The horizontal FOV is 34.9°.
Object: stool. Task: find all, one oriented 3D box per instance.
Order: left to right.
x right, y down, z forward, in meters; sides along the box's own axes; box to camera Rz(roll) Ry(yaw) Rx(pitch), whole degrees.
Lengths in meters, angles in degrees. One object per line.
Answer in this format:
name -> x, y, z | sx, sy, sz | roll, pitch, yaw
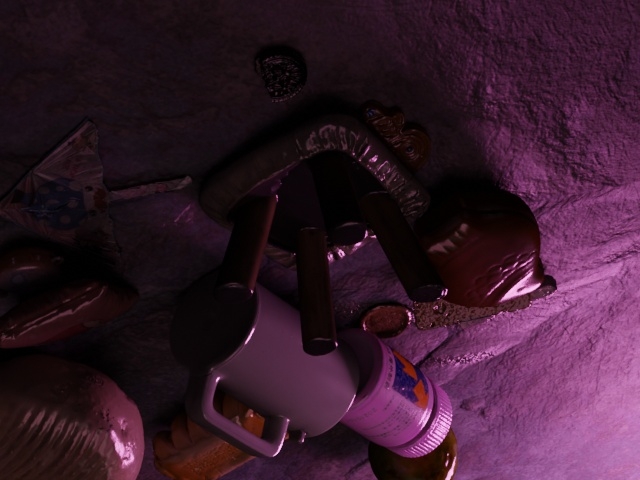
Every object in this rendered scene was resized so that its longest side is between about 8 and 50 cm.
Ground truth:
stool -> 0.000, 0.000, 1.597 | 0.310, 0.226, 0.310 | -27, 138, 26

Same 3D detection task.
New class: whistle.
whistle -> -0.513, 0.062, 1.666 | 0.220, 0.057, 0.107 | -23, 152, 16

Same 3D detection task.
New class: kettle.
kettle -> -0.111, 0.228, 1.821 | 0.265, 0.205, 0.318 | -55, 134, -6

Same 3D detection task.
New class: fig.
fig -> 0.191, 0.493, 2.266 | 0.206, 0.206, 0.275 | -5, 157, -11

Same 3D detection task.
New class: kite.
kite -> -0.357, -0.065, 1.600 | 0.314, 0.011, 0.335 | -8, 140, -8

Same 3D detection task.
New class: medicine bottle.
medicine bottle -> 0.122, 0.308, 2.023 | 0.178, 0.178, 0.290 | -32, 136, 20

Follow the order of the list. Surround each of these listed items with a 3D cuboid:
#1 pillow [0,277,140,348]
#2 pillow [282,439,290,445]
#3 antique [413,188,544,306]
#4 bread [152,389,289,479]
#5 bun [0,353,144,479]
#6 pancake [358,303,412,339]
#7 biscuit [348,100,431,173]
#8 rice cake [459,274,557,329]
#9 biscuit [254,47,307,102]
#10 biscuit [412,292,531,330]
pillow -> -0.424, 0.118, 1.679 | 0.223, 0.084, 0.236 | -19, 177, -1
pillow -> -0.034, 0.371, 2.155 | 0.232, 0.038, 0.130 | -35, 139, 19
antique -> 0.277, 0.009, 1.771 | 0.278, 0.129, 0.223 | 26, 125, -37
bread -> -0.204, 0.385, 2.059 | 0.311, 0.121, 0.173 | -30, 134, 20
bun -> -0.498, 0.341, 1.856 | 0.362, 0.234, 0.326 | 14, 127, -7
pancake -> 0.125, 0.159, 1.985 | 0.115, 0.011, 0.115 | -7, 137, -6
biscuit -> 0.104, -0.152, 1.620 | 0.124, 0.026, 0.175 | -32, 136, 19
rice cake -> 0.363, 0.119, 1.980 | 0.206, 0.047, 0.036 | -24, 131, 9
biscuit -> -0.060, -0.240, 1.475 | 0.087, 0.027, 0.089 | 11, 134, -27
biscuit -> 0.283, 0.095, 1.919 | 0.231, 0.025, 0.131 | -11, 119, -1
